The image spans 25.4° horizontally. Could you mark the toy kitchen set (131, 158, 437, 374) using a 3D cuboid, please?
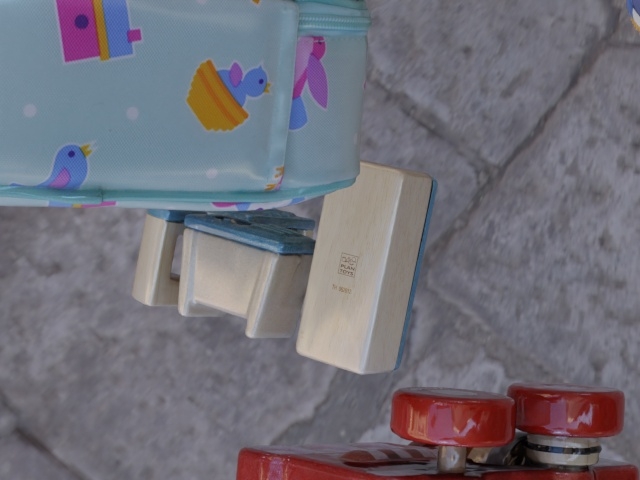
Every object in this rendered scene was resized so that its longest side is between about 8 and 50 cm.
[{"bbox_3d":[0.000,0.000,0.936,0.207,0.166,0.122,15,97,34],"label":"toy kitchen set"}]

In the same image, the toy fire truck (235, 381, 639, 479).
[{"bbox_3d":[0.111,0.203,1.222,0.254,0.302,0.170,3,90,54],"label":"toy fire truck"}]

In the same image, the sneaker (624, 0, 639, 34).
[{"bbox_3d":[0.370,-0.229,1.346,0.111,0.296,0.131,-15,131,-1],"label":"sneaker"}]

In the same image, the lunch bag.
[{"bbox_3d":[-0.135,-0.087,0.652,0.279,0.224,0.108,1,104,-28],"label":"lunch bag"}]
